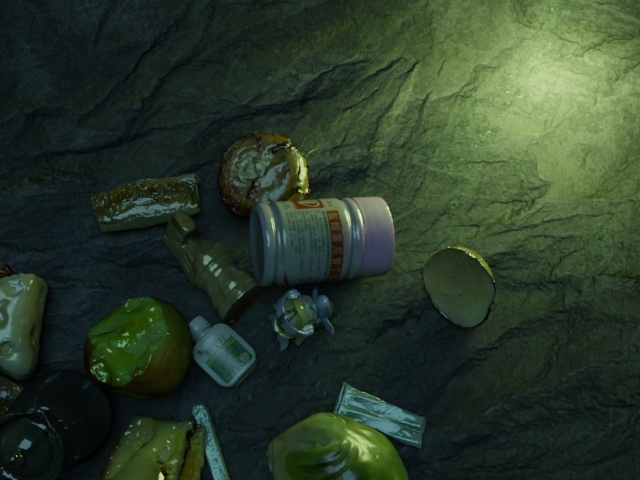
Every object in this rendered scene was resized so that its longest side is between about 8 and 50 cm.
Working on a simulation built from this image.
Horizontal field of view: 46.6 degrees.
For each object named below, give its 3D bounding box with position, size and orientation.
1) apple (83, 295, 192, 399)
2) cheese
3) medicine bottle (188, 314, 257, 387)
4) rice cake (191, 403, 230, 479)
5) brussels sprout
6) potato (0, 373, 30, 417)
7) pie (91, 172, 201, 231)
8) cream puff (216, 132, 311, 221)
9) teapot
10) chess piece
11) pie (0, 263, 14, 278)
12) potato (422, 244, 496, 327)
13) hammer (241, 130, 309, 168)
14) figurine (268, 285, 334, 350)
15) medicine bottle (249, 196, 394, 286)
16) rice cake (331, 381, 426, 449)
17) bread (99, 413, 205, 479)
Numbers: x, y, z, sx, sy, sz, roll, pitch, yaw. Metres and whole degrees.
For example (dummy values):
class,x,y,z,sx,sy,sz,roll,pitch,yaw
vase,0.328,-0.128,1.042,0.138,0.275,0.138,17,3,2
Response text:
class,x,y,z,sx,sy,sz,roll,pitch,yaw
apple,-0.417,0.245,1.717,0.246,0.246,0.226,11,68,4
cheese,-0.789,0.215,1.776,0.247,0.174,0.252,-7,78,-3
medicine bottle,-0.247,0.265,1.803,0.183,0.069,0.119,41,79,13
rice cake,-0.250,0.500,1.741,0.042,0.045,0.245,-19,73,-5
brussels sprout,0.030,0.535,1.612,0.343,0.268,0.344,-2,75,7
potato,-0.771,0.363,1.767,0.172,0.089,0.101,26,77,7
pie,-0.440,-0.098,1.918,0.282,0.068,0.129,-13,74,-4
cream puff,-0.140,-0.154,1.886,0.239,0.164,0.240,-5,67,12
teapot,-0.638,0.445,1.624,0.305,0.285,0.223,-32,93,8
chess piece,-0.284,0.057,1.845,0.137,0.137,0.301,-43,74,-12
pie,-0.827,0.103,1.819,0.153,0.153,0.038,-27,88,-8
potato,0.360,0.098,1.825,0.202,0.182,0.117,51,37,7
hammer,-0.124,-0.232,1.982,0.200,0.021,0.078,20,74,6
figurine,-0.052,0.185,1.779,0.208,0.183,0.128,-36,69,34
medicine bottle,0.000,0.000,1.779,0.315,0.202,0.202,-5,72,-16
rice cake,0.143,0.419,1.765,0.226,0.040,0.085,21,73,7
bread,-0.378,0.528,1.672,0.204,0.163,0.262,6,44,14
